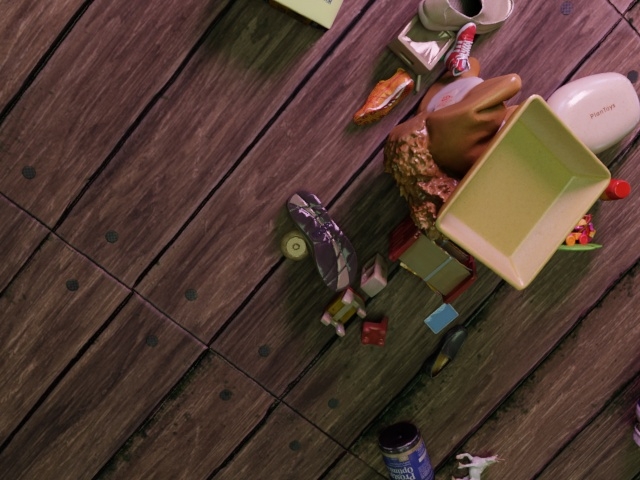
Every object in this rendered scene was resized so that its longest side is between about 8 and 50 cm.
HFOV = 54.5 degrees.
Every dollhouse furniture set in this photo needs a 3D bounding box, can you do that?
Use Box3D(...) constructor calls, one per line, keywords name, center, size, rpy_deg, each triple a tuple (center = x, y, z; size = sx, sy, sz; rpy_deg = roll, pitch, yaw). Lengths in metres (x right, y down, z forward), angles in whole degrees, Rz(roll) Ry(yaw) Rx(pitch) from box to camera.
Box3D(name="dollhouse furniture set", center=(0.199, 0.117, 1.614), size=(0.201, 0.152, 0.374), rpy_deg=(39, 115, -12))

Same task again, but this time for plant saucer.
Box3D(name="plant saucer", center=(0.430, -0.101, 1.357), size=(0.332, 0.081, 0.333), rpy_deg=(33, 98, -32))
Box3D(name="plant saucer", center=(-0.063, 0.014, 1.615), size=(0.083, 0.015, 0.084), rpy_deg=(-1, 103, -4))

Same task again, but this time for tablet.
Box3D(name="tablet", center=(0.330, 0.211, 1.696), size=(0.083, 0.006, 0.054), rpy_deg=(-41, 103, 7))

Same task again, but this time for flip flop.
Box3D(name="flip flop", center=(0.000, 0.000, 1.587), size=(0.112, 0.080, 0.277), rpy_deg=(-31, 88, -14))

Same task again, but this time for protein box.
Box3D(name="protein box", center=(-0.029, -0.610, 1.406), size=(0.199, 0.136, 0.201), rpy_deg=(24, 100, -10))

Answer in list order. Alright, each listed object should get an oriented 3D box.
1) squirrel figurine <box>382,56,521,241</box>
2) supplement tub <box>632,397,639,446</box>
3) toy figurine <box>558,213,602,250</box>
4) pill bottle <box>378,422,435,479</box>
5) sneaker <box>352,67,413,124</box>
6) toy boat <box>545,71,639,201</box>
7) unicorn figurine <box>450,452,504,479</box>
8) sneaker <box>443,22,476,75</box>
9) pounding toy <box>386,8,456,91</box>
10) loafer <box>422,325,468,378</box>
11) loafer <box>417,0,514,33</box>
Box3D(name="squirrel figurine", center=(0.363, -0.173, 1.493), size=(0.397, 0.281, 0.370), rpy_deg=(-39, 116, 1))
Box3D(name="supplement tub", center=(1.010, 0.431, 1.680), size=(0.240, 0.241, 0.332), rpy_deg=(15, 102, -8))
Box3D(name="toy figurine", center=(0.662, -0.059, 1.614), size=(0.173, 0.130, 0.159), rpy_deg=(-2, 95, -26))
Box3D(name="pill bottle", center=(0.248, 0.632, 1.731), size=(0.122, 0.123, 0.219), rpy_deg=(-20, 104, 1))
Box3D(name="sneaker", center=(0.149, -0.350, 1.530), size=(0.175, 0.064, 0.067), rpy_deg=(-37, 66, 12))
Box3D(name="toy boat", center=(0.675, -0.245, 1.557), size=(0.267, 0.148, 0.319), rpy_deg=(-20, 97, -4))
Box3D(name="unicorn figurine", center=(0.444, 0.659, 1.791), size=(0.111, 0.060, 0.162), rpy_deg=(9, 119, -7))
Box3D(name="sneaker", center=(0.331, -0.436, 1.435), size=(0.042, 0.067, 0.118), rpy_deg=(4, 138, -23))
Box3D(name="pounding toy", center=(0.242, -0.459, 1.494), size=(0.141, 0.100, 0.130), rpy_deg=(41, 83, -14))
Box3D(name="loafer", center=(0.348, 0.308, 1.692), size=(0.062, 0.061, 0.170), rpy_deg=(32, 98, -10))
Box3D(name="loafer", center=(0.353, -0.537, 1.435), size=(0.268, 0.092, 0.102), rpy_deg=(-16, 91, -26))
